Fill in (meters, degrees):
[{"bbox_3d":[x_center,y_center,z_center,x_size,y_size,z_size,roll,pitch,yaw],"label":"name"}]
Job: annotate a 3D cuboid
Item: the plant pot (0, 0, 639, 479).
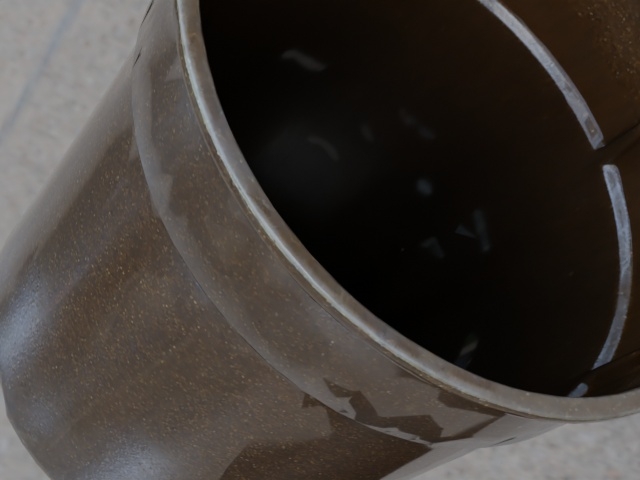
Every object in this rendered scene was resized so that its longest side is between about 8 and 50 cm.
[{"bbox_3d":[0.000,0.000,0.514,0.165,0.167,0.167,-41,51,48],"label":"plant pot"}]
